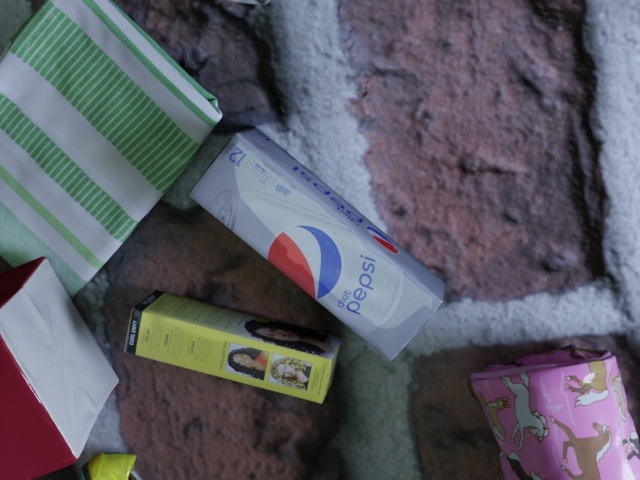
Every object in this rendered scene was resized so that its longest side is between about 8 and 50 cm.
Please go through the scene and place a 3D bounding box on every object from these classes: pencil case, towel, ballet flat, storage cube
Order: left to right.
[{"bbox_3d":[-0.373,0.158,1.145,0.193,0.183,0.215,-22,107,12],"label":"storage cube"},{"bbox_3d":[-0.291,-0.109,1.156,0.248,0.038,0.325,43,109,-4],"label":"towel"},{"bbox_3d":[-0.223,0.364,1.232,0.077,0.077,0.230,-16,95,-5],"label":"ballet flat"},{"bbox_3d":[0.272,0.306,1.059,0.160,0.167,0.386,-15,83,9],"label":"pencil case"}]

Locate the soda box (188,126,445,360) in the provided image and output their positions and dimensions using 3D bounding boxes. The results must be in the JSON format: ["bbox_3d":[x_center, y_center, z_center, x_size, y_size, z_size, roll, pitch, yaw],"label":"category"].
[{"bbox_3d":[0.000,0.000,1.118,0.286,0.098,0.091,40,103,0],"label":"soda box"}]

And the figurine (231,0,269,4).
[{"bbox_3d":[-0.128,-0.369,1.085,0.215,0.092,0.209,8,97,7],"label":"figurine"}]

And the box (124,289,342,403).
[{"bbox_3d":[-0.097,0.118,1.161,0.232,0.087,0.058,13,104,6],"label":"box"}]
